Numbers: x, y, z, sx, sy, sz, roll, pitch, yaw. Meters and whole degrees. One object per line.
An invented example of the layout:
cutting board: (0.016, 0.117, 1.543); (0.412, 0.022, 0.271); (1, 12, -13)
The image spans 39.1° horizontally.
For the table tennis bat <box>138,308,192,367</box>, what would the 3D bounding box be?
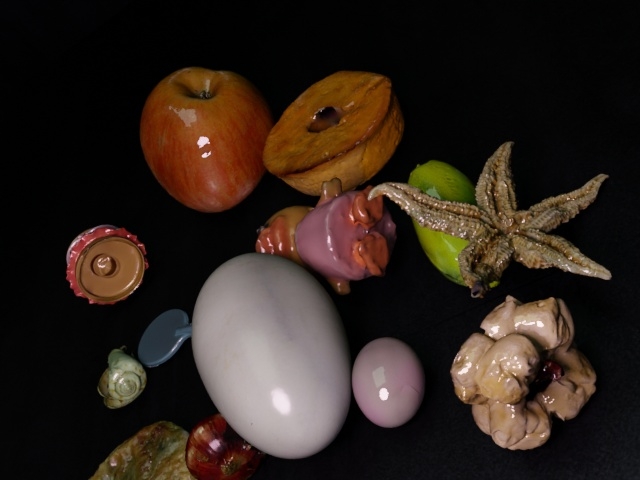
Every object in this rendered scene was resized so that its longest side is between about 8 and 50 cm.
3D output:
table tennis bat: (-0.273, 0.177, 1.702); (0.201, 0.033, 0.124); (-16, 46, 36)

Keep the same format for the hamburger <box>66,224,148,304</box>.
hamburger: (-0.456, 0.043, 1.906); (0.175, 0.175, 0.137); (-46, 29, -4)

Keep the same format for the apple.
apple: (-0.242, -0.225, 1.878); (0.301, 0.301, 0.301); (-26, 39, 23)

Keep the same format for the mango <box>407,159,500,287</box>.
mango: (0.206, -0.020, 1.367); (0.233, 0.125, 0.111); (63, 145, 30)

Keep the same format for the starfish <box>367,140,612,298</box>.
starfish: (0.275, -0.022, 1.253); (0.358, 0.078, 0.347); (-11, 34, -20)

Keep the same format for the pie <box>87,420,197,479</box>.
pie: (-0.288, 0.421, 1.428); (0.277, 0.078, 0.277); (-26, 40, 24)

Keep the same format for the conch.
conch: (-0.380, 0.259, 1.693); (0.105, 0.079, 0.170); (-50, 22, -3)

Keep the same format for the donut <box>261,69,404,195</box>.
donut: (0.033, -0.200, 1.727); (0.303, 0.110, 0.303); (-27, 36, 22)

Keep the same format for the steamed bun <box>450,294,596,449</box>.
steamed bun: (0.262, 0.159, 1.099); (0.192, 0.177, 0.106); (-43, 43, -22)

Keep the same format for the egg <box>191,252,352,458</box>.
egg: (-0.071, 0.168, 1.349); (0.230, 0.230, 0.371); (-37, 42, 9)

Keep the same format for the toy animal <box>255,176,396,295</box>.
toy animal: (0.001, 0.001, 1.509); (0.281, 0.169, 0.195); (-11, 80, 35)

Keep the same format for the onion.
onion: (-0.150, 0.321, 1.361); (0.119, 0.117, 0.118); (-36, 19, 15)

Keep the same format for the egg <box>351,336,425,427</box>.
egg: (0.096, 0.198, 1.263); (0.103, 0.103, 0.135); (-26, 41, 23)
